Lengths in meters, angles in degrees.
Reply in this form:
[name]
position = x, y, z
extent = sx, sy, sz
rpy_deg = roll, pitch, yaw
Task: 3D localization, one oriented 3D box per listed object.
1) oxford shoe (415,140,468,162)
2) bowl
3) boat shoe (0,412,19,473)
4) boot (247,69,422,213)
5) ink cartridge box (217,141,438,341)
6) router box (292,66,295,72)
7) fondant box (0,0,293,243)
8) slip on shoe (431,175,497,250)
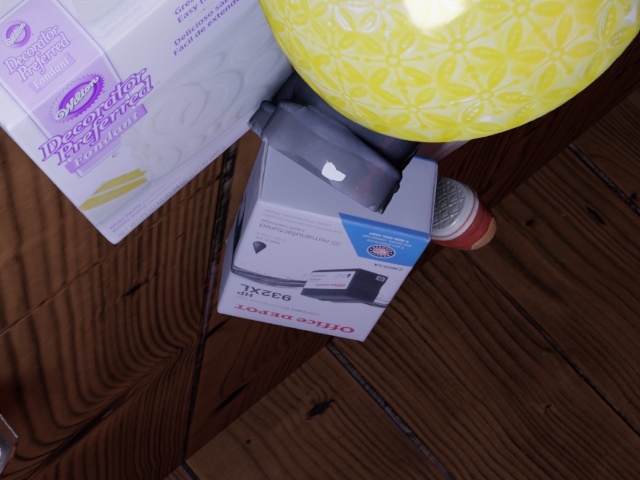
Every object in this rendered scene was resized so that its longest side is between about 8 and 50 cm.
[oxford shoe]
position = 0.097, -0.149, 1.655
extent = 0.449, 0.169, 0.130
rpy_deg = -40, 129, 24
[bowl]
position = 0.060, -0.219, 0.708
extent = 0.289, 0.289, 0.156
rpy_deg = -46, 152, 12
[boat shoe]
position = -0.484, 0.308, 1.400
extent = 0.324, 0.122, 0.120
rpy_deg = -38, 175, 18
[boot]
position = 0.121, -0.240, 0.960
extent = 0.445, 0.146, 0.367
rpy_deg = -57, -171, 3
[ink cartridge box]
position = 0.000, 0.000, 1.538
extent = 0.307, 0.223, 0.129
rpy_deg = 116, -17, -57
[router box]
position = 0.005, -0.208, 1.328
extent = 0.133, 0.046, 0.179
rpy_deg = -48, 166, 24
[fondant box]
position = -0.148, -0.142, 0.967
extent = 0.238, 0.096, 0.330
rpy_deg = -42, 166, -7
[slip on shoe]
position = 0.142, -0.061, 1.726
extent = 0.101, 0.331, 0.123
rpy_deg = 33, 88, -35
